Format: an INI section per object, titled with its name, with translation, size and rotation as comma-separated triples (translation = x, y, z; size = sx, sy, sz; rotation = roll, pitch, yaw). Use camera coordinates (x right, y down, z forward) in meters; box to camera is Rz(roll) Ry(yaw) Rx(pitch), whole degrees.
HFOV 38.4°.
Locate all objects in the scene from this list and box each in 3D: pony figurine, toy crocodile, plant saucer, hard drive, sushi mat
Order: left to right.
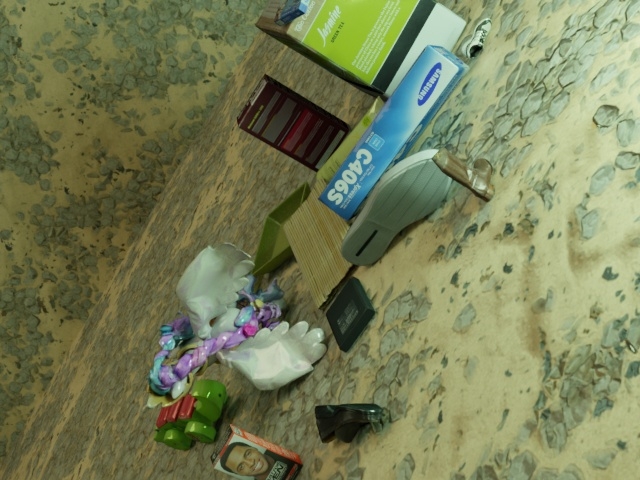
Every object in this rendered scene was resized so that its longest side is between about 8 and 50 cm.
[toy crocodile]
translation = -0.298, 0.387, 2.043
size = 0.340, 0.105, 0.115
rotation = -31, 36, 54
[pony figurine]
translation = -0.182, 0.182, 1.820
size = 0.351, 0.303, 0.363
rotation = -40, 2, 16
[plant saucer]
translation = -0.080, -0.017, 2.137
size = 0.188, 0.045, 0.188
rotation = -38, 32, 47
[sushi mat]
translation = 0.000, 0.000, 1.899
size = 0.151, 0.019, 0.317
rotation = -54, 31, 19
[hard drive]
translation = 0.052, 0.132, 1.672
size = 0.094, 0.022, 0.135
rotation = -56, 22, 14

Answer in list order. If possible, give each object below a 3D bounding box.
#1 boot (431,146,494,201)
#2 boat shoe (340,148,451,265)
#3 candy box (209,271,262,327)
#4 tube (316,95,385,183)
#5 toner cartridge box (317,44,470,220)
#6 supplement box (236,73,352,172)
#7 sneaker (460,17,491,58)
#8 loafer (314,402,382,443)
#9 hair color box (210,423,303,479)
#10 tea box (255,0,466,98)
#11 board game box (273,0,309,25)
[boot]
translation = 0.224, -0.123, 1.467
size = 0.037, 0.114, 0.106
rotation = -48, 24, 29
[boat shoe]
translation = 0.128, -0.073, 1.645
size = 0.302, 0.109, 0.094
rotation = -46, 23, 40
[candy box]
translation = -0.208, 0.152, 2.211
size = 0.109, 0.053, 0.187
rotation = -17, 49, 60
[tube]
translation = 0.079, -0.197, 1.963
size = 0.240, 0.070, 0.062
rotation = -44, 26, 39
[toner cartridge box]
translation = 0.140, -0.202, 1.729
size = 0.348, 0.075, 0.165
rotation = -54, -6, 19
[supplement box]
translation = -0.060, -0.266, 2.130
size = 0.130, 0.239, 0.073
rotation = -55, 22, 16
[sneaker]
translation = 0.302, -0.380, 1.743
size = 0.083, 0.031, 0.037
rotation = -58, 34, 22
[loafer]
translation = 0.047, 0.289, 1.454
size = 0.170, 0.062, 0.061
rotation = 154, 117, -62
[hair color box]
translation = -0.109, 0.376, 1.567
size = 0.072, 0.141, 0.043
rotation = -60, 21, 4
[tea box]
translation = 0.073, -0.460, 1.955
size = 0.220, 0.323, 0.329
rotation = -59, 20, 6
[board game box]
translation = -0.047, -0.464, 1.762
size = 0.090, 0.020, 0.090
rotation = -9, 59, 54
